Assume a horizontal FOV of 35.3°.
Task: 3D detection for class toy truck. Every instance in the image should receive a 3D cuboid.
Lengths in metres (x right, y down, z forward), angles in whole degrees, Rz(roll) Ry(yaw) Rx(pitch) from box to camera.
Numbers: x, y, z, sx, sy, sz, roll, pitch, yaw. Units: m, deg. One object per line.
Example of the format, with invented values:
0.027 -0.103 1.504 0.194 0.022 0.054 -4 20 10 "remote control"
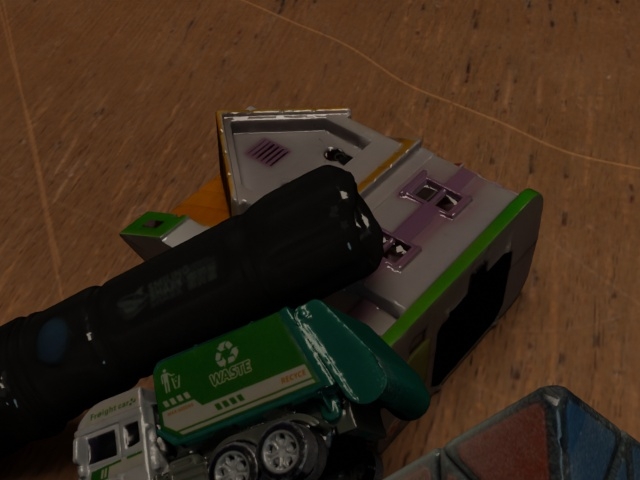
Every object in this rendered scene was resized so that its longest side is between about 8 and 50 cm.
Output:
-0.052 0.134 0.696 0.253 0.114 0.124 -22 63 21 "toy truck"

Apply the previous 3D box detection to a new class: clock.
0.000 0.000 0.889 0.309 0.166 0.235 31 53 26 "clock"

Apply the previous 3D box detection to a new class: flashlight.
-0.144 0.068 0.756 0.424 0.103 0.103 -26 38 18 "flashlight"

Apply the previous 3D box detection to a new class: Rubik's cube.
0.131 0.220 0.636 0.233 0.229 0.228 -50 4 5 "Rubik's cube"
